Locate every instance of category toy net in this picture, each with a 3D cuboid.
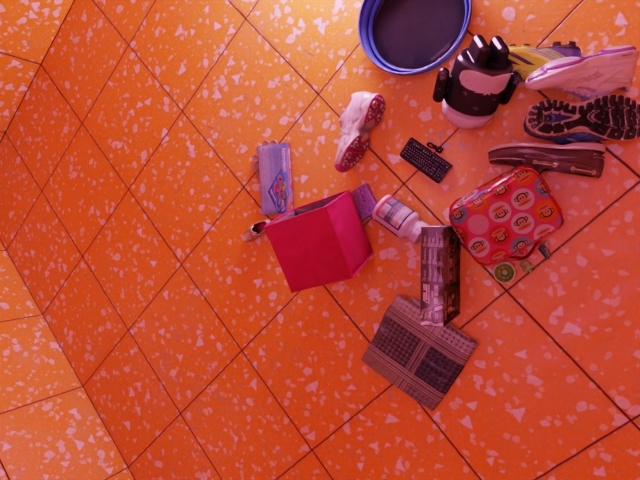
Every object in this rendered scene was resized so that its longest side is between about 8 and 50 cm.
[{"bbox_3d":[0.580,0.017,1.527,0.122,0.045,0.232,-29,78,26],"label":"toy net"}]

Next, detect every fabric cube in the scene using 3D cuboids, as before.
[{"bbox_3d":[0.000,0.000,1.686,0.259,0.254,0.258,-16,102,27],"label":"fabric cube"}]

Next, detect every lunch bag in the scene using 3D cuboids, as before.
[{"bbox_3d":[0.563,-0.059,1.430,0.293,0.120,0.258,-31,97,22],"label":"lunch bag"}]

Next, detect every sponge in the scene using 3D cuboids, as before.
[{"bbox_3d":[0.111,-0.112,1.780,0.210,0.031,0.117,-30,78,26],"label":"sponge"}]

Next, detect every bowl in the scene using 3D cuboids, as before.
[{"bbox_3d":[0.321,-0.757,1.622,0.392,0.077,0.390,1,93,28],"label":"bowl"}]

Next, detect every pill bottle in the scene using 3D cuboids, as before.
[{"bbox_3d":[0.279,-0.069,1.649,0.180,0.108,0.107,39,108,21],"label":"pill bottle"}]

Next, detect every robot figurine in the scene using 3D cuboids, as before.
[{"bbox_3d":[0.476,-0.478,1.456,0.209,0.173,0.278,30,142,20],"label":"robot figurine"}]

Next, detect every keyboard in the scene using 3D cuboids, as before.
[{"bbox_3d":[0.369,-0.289,1.643,0.180,0.023,0.108,41,109,20],"label":"keyboard"}]

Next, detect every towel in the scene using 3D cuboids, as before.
[{"bbox_3d":[0.337,0.387,1.675,0.324,0.056,0.312,33,109,21],"label":"towel"}]

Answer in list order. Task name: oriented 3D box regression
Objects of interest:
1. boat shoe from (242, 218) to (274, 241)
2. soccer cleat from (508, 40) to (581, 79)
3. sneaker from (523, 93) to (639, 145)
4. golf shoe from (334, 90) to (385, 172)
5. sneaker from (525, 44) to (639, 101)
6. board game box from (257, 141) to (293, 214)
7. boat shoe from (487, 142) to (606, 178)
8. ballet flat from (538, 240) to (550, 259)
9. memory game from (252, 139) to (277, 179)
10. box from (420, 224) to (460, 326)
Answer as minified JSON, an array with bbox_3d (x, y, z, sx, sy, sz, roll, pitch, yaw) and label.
[{"bbox_3d":[-0.269,-0.044,1.968,0.170,0.059,0.062,-31,78,25],"label":"boat shoe"},{"bbox_3d":[0.634,-0.533,1.455,0.290,0.093,0.121,6,98,28],"label":"soccer cleat"},{"bbox_3d":[0.758,-0.345,1.380,0.331,0.147,0.129,6,92,8],"label":"sneaker"},{"bbox_3d":[0.119,-0.399,1.735,0.140,0.115,0.306,34,100,34],"label":"golf shoe"},{"bbox_3d":[0.740,-0.448,1.344,0.306,0.114,0.152,-11,116,5],"label":"sneaker"},{"bbox_3d":[-0.181,-0.247,1.920,0.145,0.027,0.280,-2,92,29],"label":"board game box"},{"bbox_3d":[0.671,-0.239,1.434,0.325,0.117,0.096,5,91,22],"label":"boat shoe"},{"bbox_3d":[0.684,0.005,1.477,0.041,0.041,0.114,-44,73,22],"label":"ballet flat"},{"bbox_3d":[-0.206,-0.321,1.953,0.186,0.012,0.186,1,93,27],"label":"memory game"},{"bbox_3d":[0.388,0.104,1.522,0.077,0.243,0.307,1,93,28],"label":"box"}]
